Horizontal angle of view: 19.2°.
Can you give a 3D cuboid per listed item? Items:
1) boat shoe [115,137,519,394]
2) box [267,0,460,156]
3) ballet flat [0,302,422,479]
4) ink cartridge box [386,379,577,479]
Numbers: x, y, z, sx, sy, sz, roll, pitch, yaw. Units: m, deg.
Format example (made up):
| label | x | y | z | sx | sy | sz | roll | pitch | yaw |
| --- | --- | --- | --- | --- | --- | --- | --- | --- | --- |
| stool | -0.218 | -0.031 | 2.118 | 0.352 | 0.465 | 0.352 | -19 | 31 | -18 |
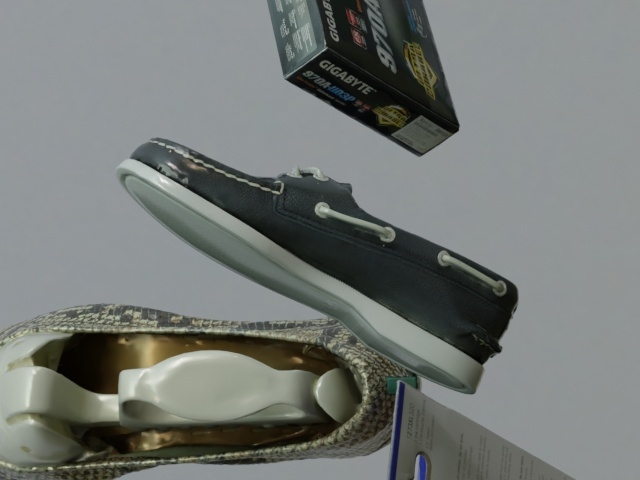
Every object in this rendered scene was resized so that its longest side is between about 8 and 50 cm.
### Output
| label | x | y | z | sx | sy | sz | roll | pitch | yaw |
| --- | --- | --- | --- | --- | --- | --- | --- | --- | --- |
| boat shoe | 0.000 | 0.000 | 1.349 | 0.302 | 0.114 | 0.091 | 32 | -103 | -11 |
| box | 0.026 | -0.195 | 1.608 | 0.175 | 0.051 | 0.220 | 28 | -141 | -41 |
| ballet flat | -0.157 | 0.132 | 1.660 | 0.182 | 0.482 | 0.164 | 16 | -109 | -73 |
| ink cartridge box | 0.163 | 0.267 | 1.544 | 0.371 | 0.069 | 0.176 | 33 | -129 | -36 |
